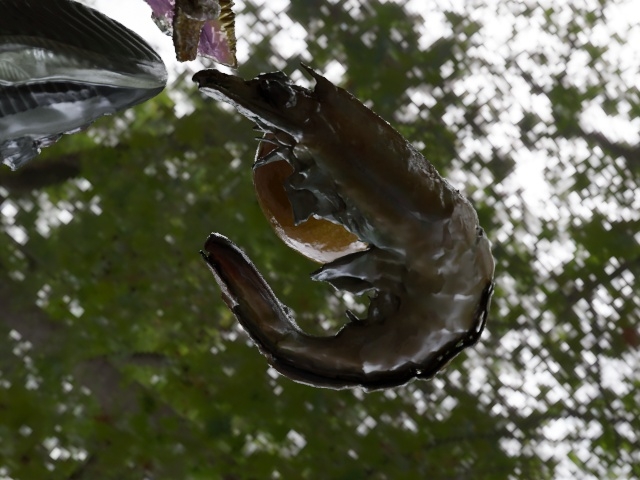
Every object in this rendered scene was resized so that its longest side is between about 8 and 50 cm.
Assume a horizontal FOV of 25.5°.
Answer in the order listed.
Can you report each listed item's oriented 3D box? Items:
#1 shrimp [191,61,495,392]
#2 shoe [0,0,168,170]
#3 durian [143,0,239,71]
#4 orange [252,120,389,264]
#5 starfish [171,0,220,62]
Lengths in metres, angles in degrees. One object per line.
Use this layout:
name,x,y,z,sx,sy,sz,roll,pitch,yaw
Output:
shrimp,0.000,0.000,0.902,0.173,0.253,0.058,-52,-164,9
shoe,-0.211,-0.101,0.945,0.099,0.227,0.112,47,-58,37
durian,-0.190,-0.347,1.616,0.112,0.341,0.191,-33,-127,10
orange,0.016,-0.056,1.310,0.136,0.159,0.159,-47,-150,27
starfish,-0.043,-0.222,0.918,0.227,0.043,0.240,-51,-160,34
